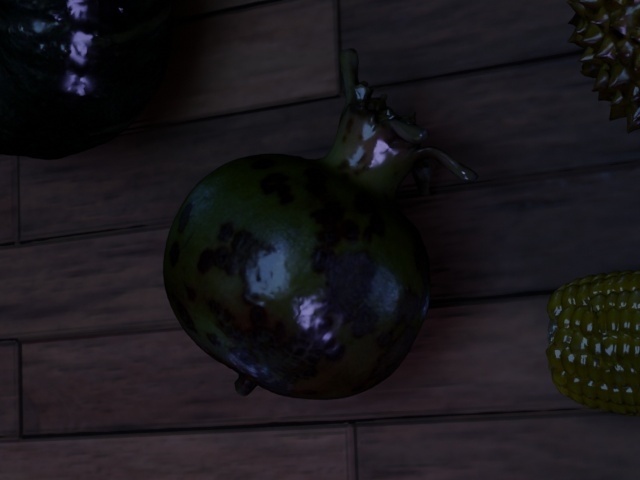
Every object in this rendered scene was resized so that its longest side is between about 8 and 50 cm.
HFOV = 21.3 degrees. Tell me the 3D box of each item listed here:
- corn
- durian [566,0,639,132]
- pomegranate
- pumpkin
[{"bbox_3d":[0.211,0.050,0.788,0.238,0.080,0.080,3,87,36],"label":"corn"},{"bbox_3d":[0.192,-0.112,0.788,0.158,0.137,0.168,-19,83,9],"label":"durian"},{"bbox_3d":[0.003,0.005,0.905,0.169,0.148,0.148,-40,63,-5],"label":"pomegranate"},{"bbox_3d":[-0.181,-0.150,1.005,0.212,0.152,0.211,28,138,29],"label":"pumpkin"}]
